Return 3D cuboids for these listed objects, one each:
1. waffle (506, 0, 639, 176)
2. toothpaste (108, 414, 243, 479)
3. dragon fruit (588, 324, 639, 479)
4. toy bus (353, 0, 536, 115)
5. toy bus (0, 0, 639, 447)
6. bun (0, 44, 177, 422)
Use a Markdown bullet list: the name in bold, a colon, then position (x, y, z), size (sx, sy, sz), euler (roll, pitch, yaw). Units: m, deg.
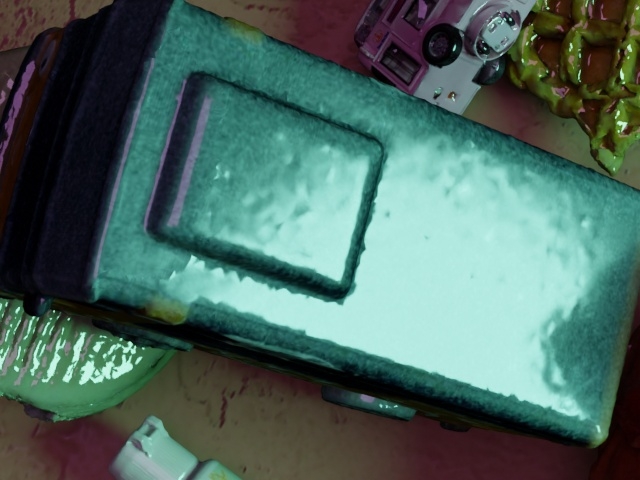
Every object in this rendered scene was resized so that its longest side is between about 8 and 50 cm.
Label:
- **waffle**: position (0.206, -0.181, 0.839), size (0.245, 0.052, 0.254), euler (-40, 68, 22)
- **toothpaste**: position (0.007, 0.219, 0.821), size (0.314, 0.056, 0.058), euler (37, 123, 5)
- **dragon fruit**: position (0.270, 0.047, 0.753), size (0.317, 0.205, 0.152), euler (-21, 57, -14)
- **toy bus**: position (0.102, -0.173, 0.841), size (0.090, 0.063, 0.203), euler (44, 109, 36)
- **toy bus**: position (0.000, 0.000, 0.729), size (0.323, 0.194, 0.162), euler (19, 81, -27)
- **bun**: position (-0.158, -0.008, 0.820), size (0.221, 0.108, 0.221), euler (1, 88, -23)
